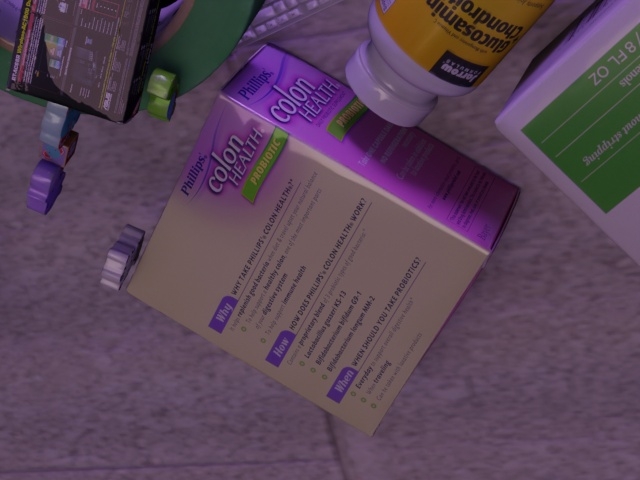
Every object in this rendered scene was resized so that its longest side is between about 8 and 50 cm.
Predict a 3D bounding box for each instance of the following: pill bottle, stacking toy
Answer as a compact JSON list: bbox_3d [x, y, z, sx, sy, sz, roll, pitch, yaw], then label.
[{"bbox_3d":[0.100,-0.171,1.089,0.103,0.103,0.184,39,123,-3],"label":"pill bottle"},{"bbox_3d":[-0.209,-0.072,1.152,0.167,0.052,0.221,22,131,2],"label":"stacking toy"}]

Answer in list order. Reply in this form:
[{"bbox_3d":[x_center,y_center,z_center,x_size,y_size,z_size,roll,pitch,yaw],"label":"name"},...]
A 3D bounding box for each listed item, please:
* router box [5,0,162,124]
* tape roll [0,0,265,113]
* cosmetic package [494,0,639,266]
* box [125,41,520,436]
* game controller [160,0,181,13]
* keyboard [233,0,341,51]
[{"bbox_3d":[-0.166,-0.154,1.055,0.092,0.038,0.122,18,110,5],"label":"router box"},{"bbox_3d":[-0.187,-0.247,1.091,0.321,0.077,0.321,10,130,13],"label":"tape roll"},{"bbox_3d":[0.328,-0.040,1.046,0.365,0.155,0.197,43,121,-4],"label":"cosmetic package"},{"bbox_3d":[0.000,0.000,1.210,0.243,0.117,0.213,30,123,2],"label":"box"},{"bbox_3d":[-0.247,-0.240,1.200,0.319,0.067,0.166,3,112,20],"label":"game controller"},{"bbox_3d":[-0.030,-0.208,1.172,0.256,0.014,0.072,-21,108,28],"label":"keyboard"}]
